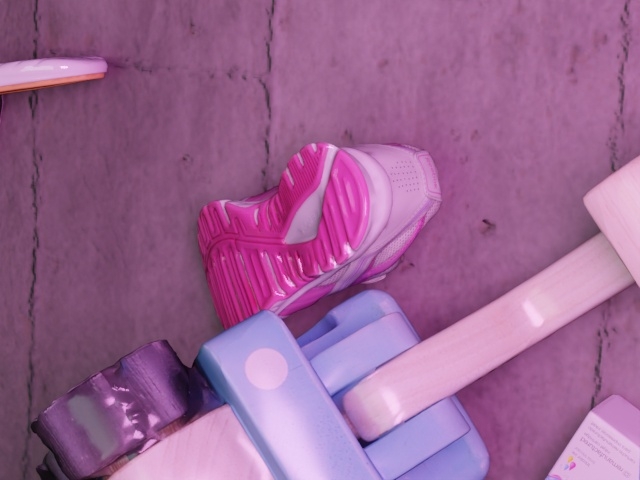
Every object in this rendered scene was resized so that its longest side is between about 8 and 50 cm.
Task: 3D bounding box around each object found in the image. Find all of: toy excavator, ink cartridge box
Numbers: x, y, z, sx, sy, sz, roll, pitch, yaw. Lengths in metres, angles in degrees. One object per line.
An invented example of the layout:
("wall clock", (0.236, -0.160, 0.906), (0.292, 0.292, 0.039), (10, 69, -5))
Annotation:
("toy excavator", (0.054, 0.098, 1.090), (0.222, 0.445, 0.433), (56, 162, 9))
("ink cartridge box", (0.195, 0.181, 1.101), (0.088, 0.052, 0.122), (37, 117, 20))

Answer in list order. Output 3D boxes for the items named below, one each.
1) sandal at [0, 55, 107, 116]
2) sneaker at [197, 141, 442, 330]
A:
("sandal", (-0.287, -0.099, 1.309), (0.265, 0.102, 0.076), (-4, 94, 30))
("sneaker", (0.000, 0.000, 1.158), (0.252, 0.111, 0.103), (-25, 77, 55))
